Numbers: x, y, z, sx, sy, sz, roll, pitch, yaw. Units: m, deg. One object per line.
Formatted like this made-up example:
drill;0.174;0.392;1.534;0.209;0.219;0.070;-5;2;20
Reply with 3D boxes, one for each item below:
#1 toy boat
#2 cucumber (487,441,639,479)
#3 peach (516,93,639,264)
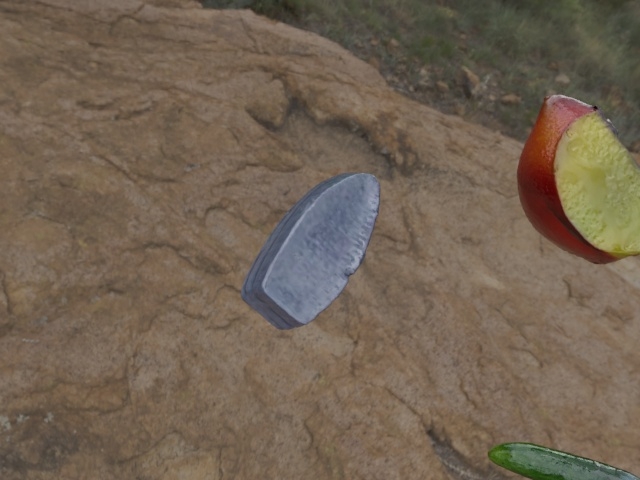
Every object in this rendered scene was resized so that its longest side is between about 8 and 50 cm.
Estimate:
toy boat;0.000;0.000;0.804;0.127;0.078;0.282;41;68;-14
cucumber;0.369;0.334;0.763;0.250;0.056;0.056;10;45;20
peach;0.382;-0.082;0.814;0.154;0.159;0.267;-40;95;-6
